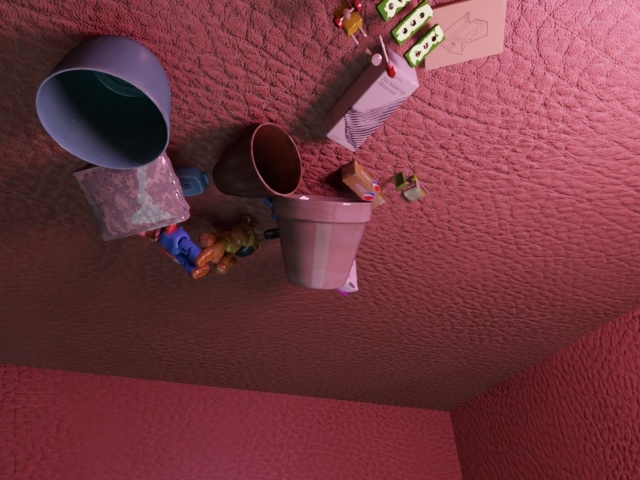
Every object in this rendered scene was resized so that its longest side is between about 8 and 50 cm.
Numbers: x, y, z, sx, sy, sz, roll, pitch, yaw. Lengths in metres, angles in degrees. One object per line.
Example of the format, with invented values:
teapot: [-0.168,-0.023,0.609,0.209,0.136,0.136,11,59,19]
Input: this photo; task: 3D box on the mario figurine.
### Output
mario figurine: [-0.490,-0.027,1.635,0.198,0.320,0.170,-50,170,6]

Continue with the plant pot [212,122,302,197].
plant pot: [-0.211,-0.215,1.436,0.230,0.216,0.215,-13,143,36]

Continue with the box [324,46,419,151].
box: [0.133,-0.380,1.304,0.113,0.094,0.275,22,137,-27]

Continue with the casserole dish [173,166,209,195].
casserole dish: [-0.466,-0.188,1.572,0.188,0.037,0.114,-5,143,2]

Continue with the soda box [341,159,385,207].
soda box: [0.145,-0.185,1.584,0.058,0.061,0.181,-27,136,29]

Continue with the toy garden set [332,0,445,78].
toy garden set: [0.155,-0.508,1.113,0.203,0.049,0.244,-42,127,4]

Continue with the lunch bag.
lunch bag: [-0.556,-0.152,1.453,0.286,0.169,0.236,-9,114,11]

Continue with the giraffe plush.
giraffe plush: [-0.310,0.003,1.715,0.170,0.210,0.182,-22,114,16]

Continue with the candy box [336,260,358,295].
candy box: [0.063,0.067,1.766,0.071,0.234,0.159,-25,136,26]

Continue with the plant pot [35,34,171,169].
plant pot: [-0.508,-0.363,1.179,0.292,0.235,0.293,-1,142,-1]

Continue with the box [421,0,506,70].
box: [0.358,-0.524,1.191,0.201,0.021,0.164,-11,142,10]

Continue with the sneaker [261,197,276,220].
sneaker: [-0.149,-0.109,1.657,0.087,0.083,0.221,-17,137,30]

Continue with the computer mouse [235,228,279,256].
computer mouse: [-0.241,0.015,1.841,0.242,0.041,0.071,-23,137,24]

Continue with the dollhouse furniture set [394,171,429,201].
dollhouse furniture set: [0.310,-0.169,1.616,0.076,0.059,0.151,-26,136,28]

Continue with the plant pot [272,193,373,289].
plant pot: [0.000,0.000,1.525,0.322,0.323,0.281,2,98,-6]
